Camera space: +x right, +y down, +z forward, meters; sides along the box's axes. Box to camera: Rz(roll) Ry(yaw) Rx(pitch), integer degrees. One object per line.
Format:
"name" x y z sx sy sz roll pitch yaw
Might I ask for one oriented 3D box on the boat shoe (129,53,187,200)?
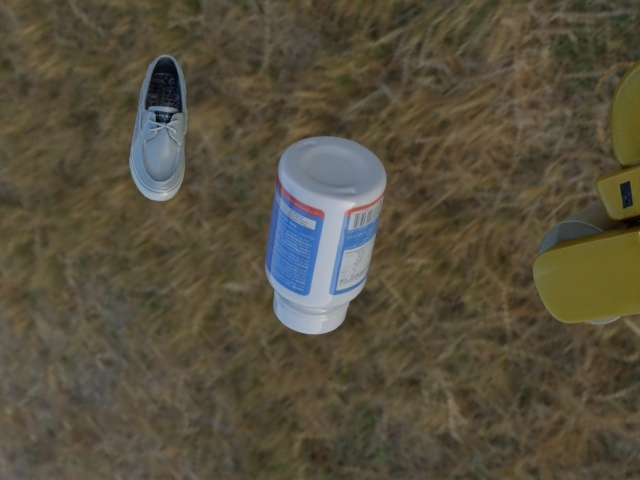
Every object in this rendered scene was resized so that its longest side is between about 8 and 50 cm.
"boat shoe" -0.231 -0.168 1.872 0.079 0.227 0.081 3 149 -10

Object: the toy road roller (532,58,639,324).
"toy road roller" 0.349 -0.069 1.280 0.329 0.202 0.241 -20 95 51

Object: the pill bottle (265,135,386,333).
"pill bottle" 0.000 0.000 1.513 0.124 0.124 0.221 33 135 23
